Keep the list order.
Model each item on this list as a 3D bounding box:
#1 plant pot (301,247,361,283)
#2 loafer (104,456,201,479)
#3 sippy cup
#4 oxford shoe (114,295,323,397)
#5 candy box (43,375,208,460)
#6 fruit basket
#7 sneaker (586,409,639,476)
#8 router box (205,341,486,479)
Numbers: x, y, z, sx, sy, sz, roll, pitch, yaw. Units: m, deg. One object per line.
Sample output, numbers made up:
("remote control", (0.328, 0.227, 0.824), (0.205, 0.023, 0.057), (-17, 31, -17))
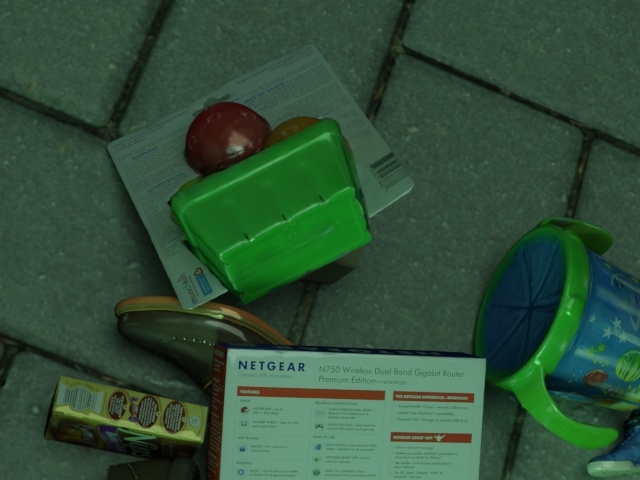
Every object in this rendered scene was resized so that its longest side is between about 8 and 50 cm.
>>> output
("plant pot", (0.000, 0.000, 1.952), (0.096, 0.109, 0.109), (26, 60, -17))
("loafer", (-0.247, 0.418, 1.678), (0.130, 0.134, 0.366), (10, 52, 11))
("sippy cup", (0.363, 0.123, 1.947), (0.224, 0.240, 0.305), (22, 85, -18))
("oxford shoe", (-0.101, 0.174, 1.825), (0.364, 0.130, 0.132), (21, 67, -7))
("candy box", (-0.241, 0.225, 1.764), (0.187, 0.109, 0.053), (12, 63, -11))
("fruit basket", (-0.086, -0.089, 1.876), (0.327, 0.165, 0.353), (-28, 41, -5))
("sneaker", (0.426, 0.277, 1.973), (0.152, 0.058, 0.084), (-4, 73, -23))
("router box", (0.030, 0.284, 1.769), (0.335, 0.082, 0.301), (4, 90, -15))
